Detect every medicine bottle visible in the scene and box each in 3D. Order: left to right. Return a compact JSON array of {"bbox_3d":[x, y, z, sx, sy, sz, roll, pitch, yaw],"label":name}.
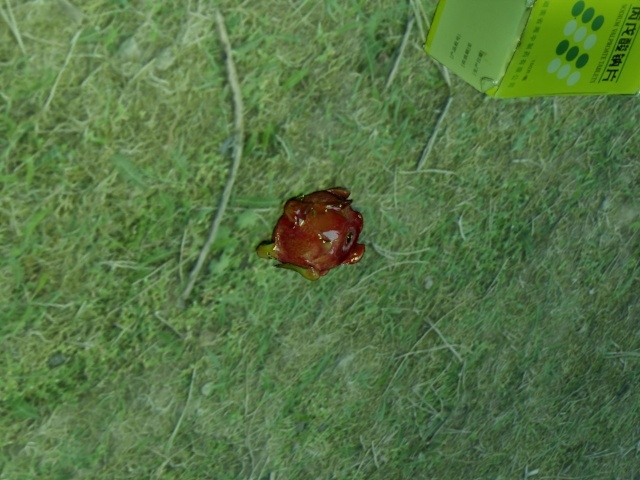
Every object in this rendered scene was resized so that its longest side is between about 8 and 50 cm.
[{"bbox_3d":[0.260,-0.244,1.680,0.250,0.141,0.137,-7,124,-38],"label":"medicine bottle"}]

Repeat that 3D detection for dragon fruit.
[{"bbox_3d":[0.004,-0.003,1.717,0.126,0.068,0.112,8,115,-46],"label":"dragon fruit"}]
